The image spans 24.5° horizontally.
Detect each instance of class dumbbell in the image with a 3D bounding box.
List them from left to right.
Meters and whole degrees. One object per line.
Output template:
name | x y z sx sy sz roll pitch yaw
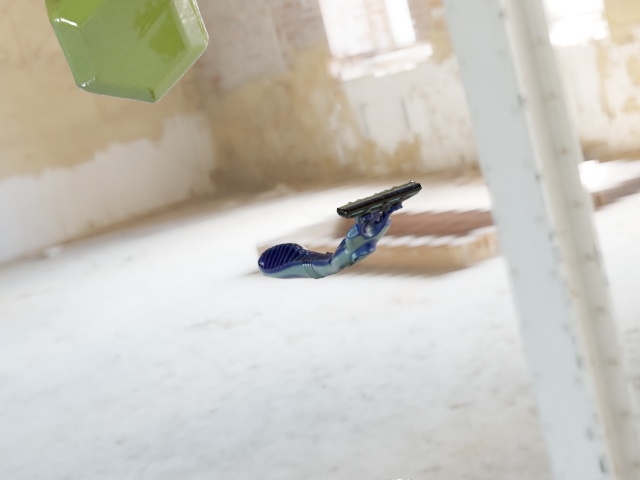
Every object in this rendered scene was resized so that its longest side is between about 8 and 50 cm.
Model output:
dumbbell | -0.176 -0.214 1.185 0.121 0.108 0.302 -46 33 8

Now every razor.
razor | 0.002 0.004 0.745 0.044 0.028 0.154 -20 -3 -26

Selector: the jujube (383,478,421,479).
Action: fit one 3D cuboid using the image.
jujube | 0.065 0.368 1.312 0.223 0.223 0.318 -10 39 27
